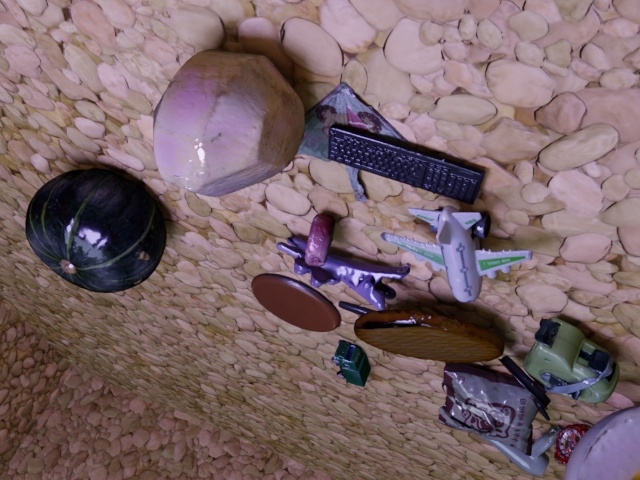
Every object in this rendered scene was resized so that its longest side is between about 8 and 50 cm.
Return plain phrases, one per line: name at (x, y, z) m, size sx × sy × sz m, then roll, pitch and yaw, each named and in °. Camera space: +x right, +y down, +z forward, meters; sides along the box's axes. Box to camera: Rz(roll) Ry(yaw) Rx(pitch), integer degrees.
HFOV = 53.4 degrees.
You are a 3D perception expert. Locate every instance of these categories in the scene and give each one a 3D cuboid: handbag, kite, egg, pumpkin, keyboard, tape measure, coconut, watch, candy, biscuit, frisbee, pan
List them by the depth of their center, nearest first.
coconut at (-0.152, -0.178, 0.956) m, size 0.237 × 0.237 × 0.197 m, roll 15°, pitch 143°, yaw 20°
keyboard at (0.129, -0.120, 0.999) m, size 0.250 × 0.017 × 0.087 m, roll 20°, pitch 149°, yaw 11°
kite at (0.053, -0.150, 1.037) m, size 0.323 × 0.013 × 0.268 m, roll 16°, pitch 148°, yaw 19°
tape measure at (0.473, 0.241, 1.212) m, size 0.175 × 0.106 × 0.200 m, roll 26°, pitch 155°, yaw 17°
candy at (0.000, 0.000, 1.224) m, size 0.043 × 0.103 × 0.103 m, roll 11°, pitch 149°, yaw 4°
egg at (0.668, 0.527, 1.278) m, size 0.354 × 0.354 × 0.340 m, roll 16°, pitch 160°, yaw 19°
pan at (0.444, 0.316, 1.331) m, size 0.235 × 0.028 × 0.136 m, roll 48°, pitch -177°, yaw -39°
biscuit at (0.227, 0.205, 1.345) m, size 0.318 × 0.040 × 0.318 m, roll 11°, pitch 160°, yaw 4°
pumpkin at (-0.515, -0.020, 1.471) m, size 0.323 × 0.241 × 0.323 m, roll 19°, pitch 151°, yaw 11°
handbag at (0.395, 0.391, 1.483) m, size 0.235 × 0.127 × 0.213 m, roll 11°, pitch 123°, yaw 17°
watch at (0.682, 0.535, 1.529) m, size 0.268 × 0.102 × 0.165 m, roll 37°, pitch 147°, yaw -26°
frisbee at (-0.066, 0.165, 1.621) m, size 0.251 × 0.021 × 0.251 m, roll 20°, pitch 151°, yaw 12°

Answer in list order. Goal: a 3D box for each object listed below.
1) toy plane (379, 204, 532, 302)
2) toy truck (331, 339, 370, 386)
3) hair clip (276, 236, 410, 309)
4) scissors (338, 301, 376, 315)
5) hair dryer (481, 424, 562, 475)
toy plane at (0.237, 0.020, 1.068) m, size 0.251 × 0.101 × 0.255 m, roll 8°, pitch 149°, yaw 30°
toy truck at (0.081, 0.332, 1.717) m, size 0.079 × 0.065 × 0.147 m, roll 11°, pitch 147°, yaw 23°
hair clip at (0.039, 0.065, 1.289) m, size 0.278 × 0.137 × 0.090 m, roll 15°, pitch 113°, yaw 20°
scissors at (0.142, 0.180, 1.478) m, size 0.220 × 0.017 × 0.088 m, roll 16°, pitch 152°, yaw 19°
hair dryer at (0.535, 0.508, 1.645) m, size 0.206 × 0.075 × 0.237 m, roll 33°, pitch 143°, yaw 2°
